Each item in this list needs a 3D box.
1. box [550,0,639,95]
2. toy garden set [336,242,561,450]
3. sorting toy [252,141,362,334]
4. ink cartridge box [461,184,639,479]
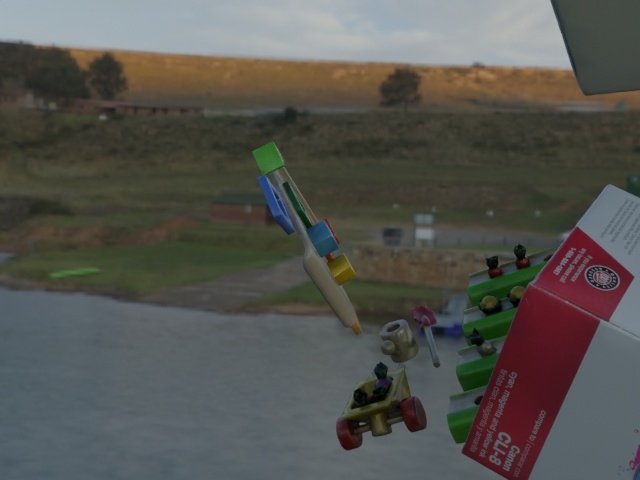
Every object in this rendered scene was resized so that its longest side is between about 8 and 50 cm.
[{"bbox_3d":[0.297,-0.186,0.548,0.311,0.148,0.121,-1,-34,29],"label":"box"},{"bbox_3d":[0.120,0.077,0.809,0.203,0.049,0.244,-20,19,21],"label":"toy garden set"},{"bbox_3d":[0.000,0.000,1.333,0.047,0.196,0.348,-26,-40,5],"label":"sorting toy"},{"bbox_3d":[0.191,0.080,0.504,0.176,0.127,0.128,28,37,20],"label":"ink cartridge box"}]
